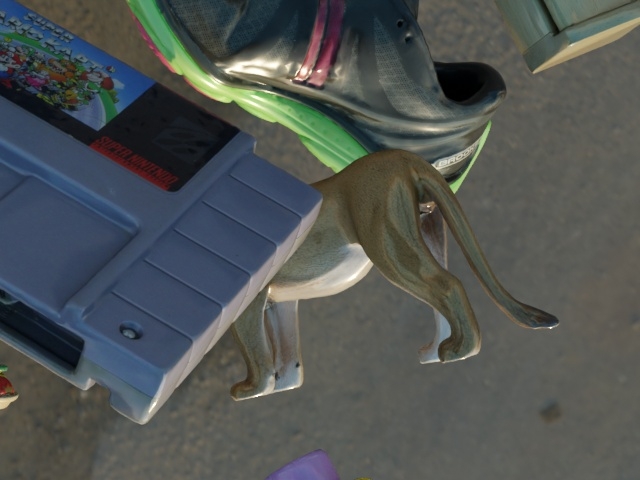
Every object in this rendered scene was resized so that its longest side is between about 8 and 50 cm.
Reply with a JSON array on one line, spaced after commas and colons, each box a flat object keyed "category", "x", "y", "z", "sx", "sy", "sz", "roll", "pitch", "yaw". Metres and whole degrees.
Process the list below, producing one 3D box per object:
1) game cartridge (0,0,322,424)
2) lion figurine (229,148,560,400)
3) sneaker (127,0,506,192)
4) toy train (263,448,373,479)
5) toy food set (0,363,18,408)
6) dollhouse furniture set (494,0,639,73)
[{"category": "game cartridge", "x": -0.194, "y": -0.055, "z": 0.964, "sx": 0.355, "sy": 0.230, "sz": 0.068, "roll": 30, "pitch": 132, "yaw": 8}, {"category": "lion figurine", "x": 0.000, "y": 0.000, "z": 1.334, "sx": 0.392, "sy": 0.240, "sz": 0.142, "roll": -13, "pitch": 175, "yaw": 28}, {"category": "sneaker", "x": -0.014, "y": -0.209, "z": 1.505, "sx": 0.483, "sy": 0.185, "sz": 0.202, "roll": 29, "pitch": 109, "yaw": -37}, {"category": "toy train", "x": 0.019, "y": 0.117, "z": 0.372, "sx": 0.125, "sy": 0.046, "sz": 0.166, "roll": 36, "pitch": 70, "yaw": 4}, {"category": "toy food set", "x": -0.197, "y": 0.071, "z": 0.816, "sx": 0.083, "sy": 0.082, "sz": 0.020, "roll": 8, "pitch": 89, "yaw": -17}, {"category": "dollhouse furniture set", "x": 0.116, "y": -0.180, "z": 0.547, "sx": 0.161, "sy": 0.101, "sz": 0.182, "roll": -24, "pitch": 84, "yaw": -26}]
